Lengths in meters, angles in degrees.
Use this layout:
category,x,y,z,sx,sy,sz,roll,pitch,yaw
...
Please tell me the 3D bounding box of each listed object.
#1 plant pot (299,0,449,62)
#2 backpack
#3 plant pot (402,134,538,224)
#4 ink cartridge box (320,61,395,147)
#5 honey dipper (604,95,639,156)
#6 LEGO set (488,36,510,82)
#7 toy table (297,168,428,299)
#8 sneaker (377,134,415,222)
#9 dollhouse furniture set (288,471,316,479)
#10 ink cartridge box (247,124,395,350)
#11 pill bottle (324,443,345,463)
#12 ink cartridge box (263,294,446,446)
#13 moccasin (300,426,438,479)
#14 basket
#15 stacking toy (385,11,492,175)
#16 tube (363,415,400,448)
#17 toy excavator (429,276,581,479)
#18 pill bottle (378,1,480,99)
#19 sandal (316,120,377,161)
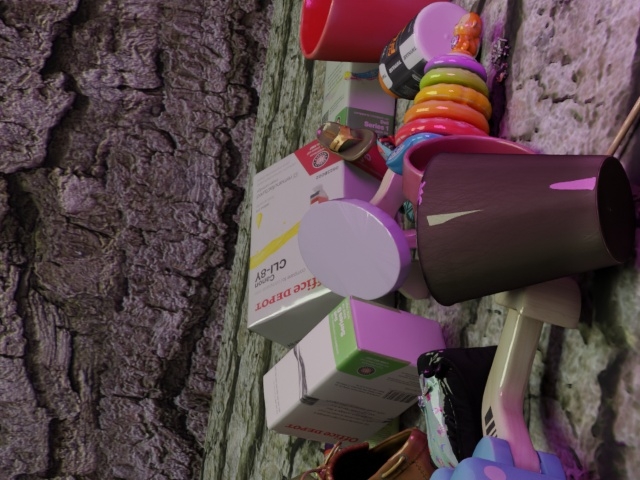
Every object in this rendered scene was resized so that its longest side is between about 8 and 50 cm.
category,x,y,z,sx,sy,sz,roll,pitch,yaw
plant pot,0.110,-0.471,2.043,0.275,0.243,0.275,-170,90,-74
backpack,0.212,0.244,1.445,0.115,0.151,0.182,131,134,-72
plant pot,0.220,-0.038,1.504,0.201,0.201,0.180,-110,17,-62
ink cartridge box,0.084,-0.324,2.284,0.201,0.117,0.278,142,135,-68
honey dipper,0.371,-0.128,1.276,0.030,0.030,0.161,-100,26,-52
LEGO set,0.292,-0.301,1.686,0.054,0.023,0.083,116,158,-46
toy table,0.104,-0.004,1.784,0.274,0.160,0.252,24,123,48
sneaker,0.156,-0.115,1.920,0.262,0.104,0.125,-111,32,-63
dollhouse furniture set,-0.017,0.578,1.843,0.242,0.161,0.212,16,125,61
ink cartridge box,0.000,0.000,2.116,0.279,0.160,0.385,-26,50,36
pill bottle,0.061,0.392,1.928,0.108,0.108,0.194,128,148,-60
ink cartridge box,0.056,0.230,1.741,0.273,0.198,0.115,-45,40,37
moccasin,0.058,0.390,1.666,0.380,0.147,0.139,-31,20,51
basket,0.252,-0.028,1.251,0.226,0.154,0.204,-7,68,35
stacking toy,0.222,-0.245,1.688,0.175,0.165,0.302,143,141,-70
tube,0.114,0.281,1.877,0.070,0.062,0.240,-9,69,57
toy excavator,0.223,0.296,1.265,0.445,0.222,0.433,-91,18,-63
pill bottle,0.187,-0.336,1.891,0.245,0.130,0.131,150,128,-71
sandal,0.042,-0.204,2.031,0.180,0.049,0.072,27,86,50
